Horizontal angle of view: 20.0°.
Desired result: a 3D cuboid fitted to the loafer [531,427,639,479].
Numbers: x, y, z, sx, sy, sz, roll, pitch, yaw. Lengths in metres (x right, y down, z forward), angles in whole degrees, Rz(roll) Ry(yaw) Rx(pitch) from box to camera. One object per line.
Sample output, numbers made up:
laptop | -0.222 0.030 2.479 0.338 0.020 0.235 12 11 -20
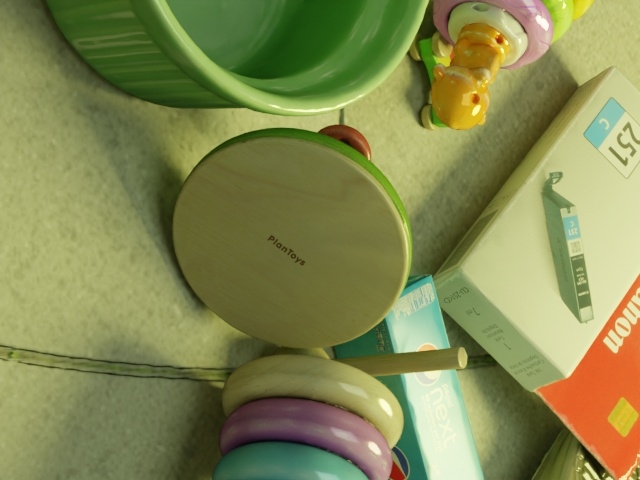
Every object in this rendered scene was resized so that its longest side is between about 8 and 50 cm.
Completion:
loafer | 0.215 0.256 1.631 0.102 0.092 0.268 50 40 -18

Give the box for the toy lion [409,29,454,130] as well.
toy lion | 0.121 -0.152 1.598 0.096 0.034 0.100 -19 102 -50

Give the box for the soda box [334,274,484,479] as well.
soda box | 0.072 0.136 1.508 0.067 0.071 0.210 -25 105 -42

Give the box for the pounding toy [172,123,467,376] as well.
pounding toy | 0.000 0.000 1.405 0.236 0.183 0.110 62 26 -22

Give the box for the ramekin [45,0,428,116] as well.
ramekin | -0.070 -0.237 1.337 0.303 0.148 0.303 3 86 -43

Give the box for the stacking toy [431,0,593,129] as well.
stacking toy | 0.160 -0.207 1.531 0.175 0.166 0.301 46 55 -30

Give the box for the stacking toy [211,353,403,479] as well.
stacking toy | -0.031 0.253 1.311 0.141 0.141 0.330 38 49 -36

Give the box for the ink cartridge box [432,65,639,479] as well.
ink cartridge box | 0.271 0.028 1.651 0.261 0.066 0.296 45 58 -8
